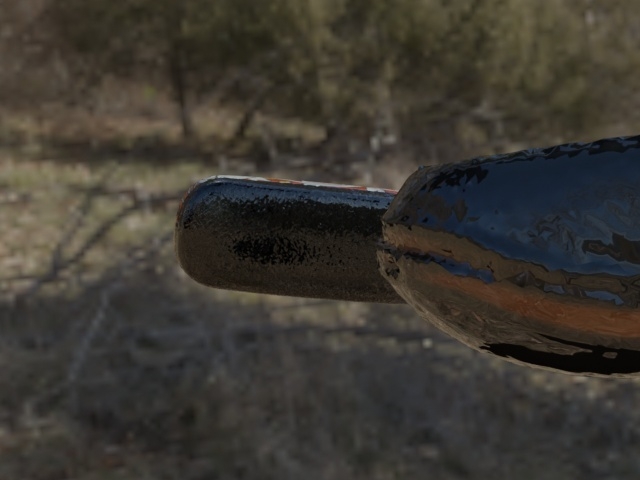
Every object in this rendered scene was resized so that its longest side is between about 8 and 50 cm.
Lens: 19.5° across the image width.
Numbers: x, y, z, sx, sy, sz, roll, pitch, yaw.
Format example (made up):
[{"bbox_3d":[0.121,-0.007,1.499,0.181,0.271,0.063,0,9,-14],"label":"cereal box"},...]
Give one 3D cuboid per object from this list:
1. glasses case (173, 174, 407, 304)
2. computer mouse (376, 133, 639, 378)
[{"bbox_3d":[0.000,0.000,1.683,0.266,0.103,0.067,6,11,-15],"label":"glasses case"},{"bbox_3d":[0.183,0.002,0.874,0.323,0.116,0.183,-7,4,25],"label":"computer mouse"}]
